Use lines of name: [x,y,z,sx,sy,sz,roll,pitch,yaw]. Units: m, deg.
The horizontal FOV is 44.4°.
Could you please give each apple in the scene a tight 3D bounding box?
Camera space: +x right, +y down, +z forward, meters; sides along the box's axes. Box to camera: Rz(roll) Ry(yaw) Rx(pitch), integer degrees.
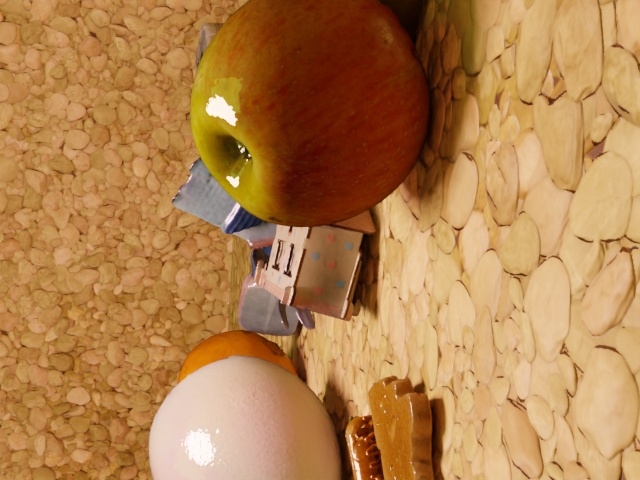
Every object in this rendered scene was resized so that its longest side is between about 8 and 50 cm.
apple: [-0.020,-0.190,1.112,0.339,0.339,0.340,-177,90,-77]

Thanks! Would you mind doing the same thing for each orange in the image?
orange: [-0.196,0.366,1.881,0.312,0.311,0.312,-177,90,-77]

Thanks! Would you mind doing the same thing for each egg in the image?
egg: [-0.114,0.431,1.454,0.340,0.354,0.355,34,122,57]

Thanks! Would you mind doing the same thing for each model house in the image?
model house: [0.000,0.000,1.447,0.326,0.169,0.245,-164,85,-75]
model house: [-0.102,-0.112,1.648,0.252,0.329,0.295,-51,12,20]

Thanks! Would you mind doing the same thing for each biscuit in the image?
biscuit: [0.115,0.277,1.111,0.239,0.041,0.212,-117,26,-66]

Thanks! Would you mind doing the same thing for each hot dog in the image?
hot dog: [0.082,0.345,1.195,0.055,0.072,0.188,-37,45,29]

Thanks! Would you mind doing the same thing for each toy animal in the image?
toy animal: [-0.081,0.087,1.755,0.176,0.239,0.256,-14,47,39]

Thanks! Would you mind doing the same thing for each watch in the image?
watch: [-0.115,0.110,1.985,0.241,0.161,0.253,-83,7,-50]

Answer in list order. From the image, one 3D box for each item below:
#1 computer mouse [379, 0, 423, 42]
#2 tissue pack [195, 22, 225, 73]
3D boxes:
computer mouse: [0.100,-0.382,1.160,0.056,0.125,0.245,-51,-21,-51]
tissue pack: [-0.216,-0.485,2.226,0.356,0.265,0.194,-109,25,-61]
